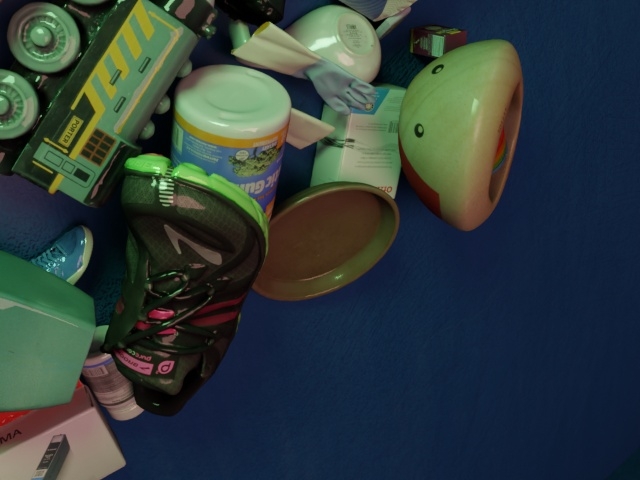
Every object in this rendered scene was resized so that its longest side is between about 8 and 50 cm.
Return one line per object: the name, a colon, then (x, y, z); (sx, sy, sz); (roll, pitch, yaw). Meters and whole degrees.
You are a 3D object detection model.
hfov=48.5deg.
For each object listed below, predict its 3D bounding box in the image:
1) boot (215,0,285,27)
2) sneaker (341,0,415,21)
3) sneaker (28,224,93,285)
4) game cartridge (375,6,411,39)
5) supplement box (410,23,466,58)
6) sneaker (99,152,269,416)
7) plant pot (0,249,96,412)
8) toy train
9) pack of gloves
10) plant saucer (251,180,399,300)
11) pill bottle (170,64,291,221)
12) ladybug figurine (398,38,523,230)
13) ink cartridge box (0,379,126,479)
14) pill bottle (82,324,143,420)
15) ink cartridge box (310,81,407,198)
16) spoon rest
boot: (-0.052, -0.381, 0.945); (0.247, 0.094, 0.207); (9, 85, -35)
sneaker: (0.132, -0.495, 1.061); (0.127, 0.182, 0.315); (21, 126, -41)
sneaker: (-0.375, 0.038, 0.950); (0.152, 0.058, 0.085); (-54, 142, 4)
game cartridge: (0.109, -0.346, 1.145); (0.056, 0.083, 0.017); (-38, 94, -16)
supplement box: (0.201, -0.340, 1.216); (0.055, 0.083, 0.043); (-21, 123, -32)
sneaker: (-0.180, 0.084, 0.917); (0.482, 0.185, 0.202); (99, 6, -51)
plant pot: (-0.399, 0.104, 0.844); (0.234, 0.166, 0.165); (18, 100, -24)
toy train: (-0.265, -0.200, 0.835); (0.190, 0.142, 0.333); (32, 92, -15)
pack of gloves: (-0.048, -0.226, 1.025); (0.232, 0.195, 0.046); (22, 60, -39)
plant saucer: (0.000, 0.000, 1.185); (0.278, 0.041, 0.277); (-18, 143, -14)
pill bottle: (-0.134, -0.090, 0.987); (0.152, 0.152, 0.272); (-20, 142, -31)
ladybug figurine: (0.237, -0.174, 1.201); (0.449, 0.162, 0.305); (32, 74, -71)
ink cartridge box: (-0.455, 0.285, 0.975); (0.296, 0.066, 0.261); (-27, 127, -18)
pill bottle: (-0.311, 0.202, 1.069); (0.078, 0.078, 0.137); (-32, 128, -23)
ink cartridge box: (0.071, -0.168, 1.196); (0.140, 0.082, 0.190); (-4, 115, -37)
spoon rest: (-0.020, -0.292, 1.057); (0.276, 0.084, 0.137); (-8, 80, -37)
